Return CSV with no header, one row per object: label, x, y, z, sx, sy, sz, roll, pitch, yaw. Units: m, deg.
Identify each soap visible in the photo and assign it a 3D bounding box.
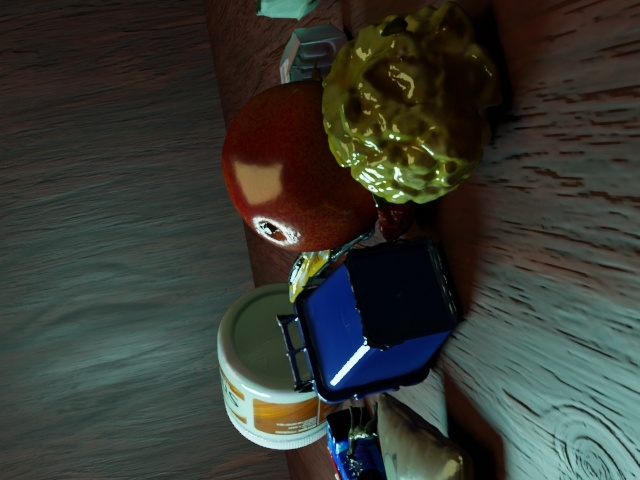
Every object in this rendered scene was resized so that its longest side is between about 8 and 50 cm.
soap,-0.004,-0.230,1.229,0.056,0.100,0.149,-126,28,-62

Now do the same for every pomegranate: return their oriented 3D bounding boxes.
pomegranate,-0.004,-0.110,1.090,0.221,0.221,0.256,129,165,-77

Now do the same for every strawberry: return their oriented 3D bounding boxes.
strawberry,0.094,-0.049,0.994,0.152,0.048,0.104,49,-133,-63

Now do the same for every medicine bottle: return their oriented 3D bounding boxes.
medicine bottle,-0.071,0.245,1.680,0.241,0.252,0.252,91,164,-51

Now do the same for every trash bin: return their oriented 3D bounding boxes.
trash bin,0.059,0.098,1.050,0.234,0.184,0.162,119,138,-66

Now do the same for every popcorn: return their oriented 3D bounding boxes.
popcorn,0.084,-0.123,0.776,0.170,0.180,0.180,37,-146,-61

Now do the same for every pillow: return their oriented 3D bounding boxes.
pillow,0.141,0.322,1.064,0.223,0.084,0.236,-144,42,-67

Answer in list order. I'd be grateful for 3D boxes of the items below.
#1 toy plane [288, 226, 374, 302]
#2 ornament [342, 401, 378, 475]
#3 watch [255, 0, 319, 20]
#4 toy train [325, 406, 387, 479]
toy plane,0.012,-0.001,1.337,0.316,0.103,0.204,103,156,-48
ornament,0.071,0.345,1.490,0.073,0.028,0.125,-18,53,46
watch,-0.071,-0.437,1.265,0.241,0.162,0.253,90,168,-76
toy train,0.072,0.413,1.561,0.204,0.083,0.131,-120,23,-59
